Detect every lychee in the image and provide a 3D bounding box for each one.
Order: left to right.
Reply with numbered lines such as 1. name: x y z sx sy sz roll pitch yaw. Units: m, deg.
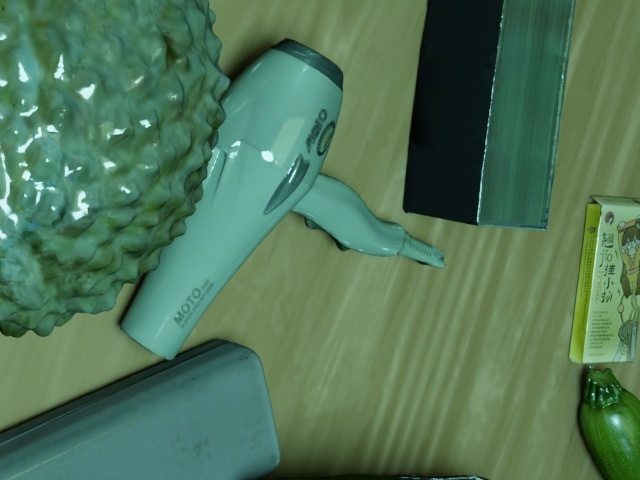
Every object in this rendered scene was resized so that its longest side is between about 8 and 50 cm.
1. lychee: -0.174 -0.083 0.775 0.255 0.274 0.255 -7 123 -11

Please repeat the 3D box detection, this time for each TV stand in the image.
1. TV stand: 0.134 -0.148 1.104 0.082 0.088 0.270 4 95 -37

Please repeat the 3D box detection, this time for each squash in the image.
1. squash: 0.296 0.218 1.308 0.069 0.069 0.258 -48 123 -22

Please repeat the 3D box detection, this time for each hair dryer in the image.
1. hair dryer: -0.029 0.018 1.023 0.229 0.092 0.267 -47 133 -14

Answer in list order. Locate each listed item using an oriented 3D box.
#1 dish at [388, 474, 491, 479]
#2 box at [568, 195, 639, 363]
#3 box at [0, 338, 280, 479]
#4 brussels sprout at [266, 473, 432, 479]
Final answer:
1. dish: 0.087 0.274 1.130 0.190 0.066 0.191 2 78 -9
2. box: 0.259 0.036 1.278 0.073 0.020 0.149 1 96 -38
3. box: -0.139 0.154 0.959 0.243 0.055 0.103 -22 111 -33
4. brussels sprout: 0.042 0.301 0.906 0.314 0.371 0.276 21 105 -10
